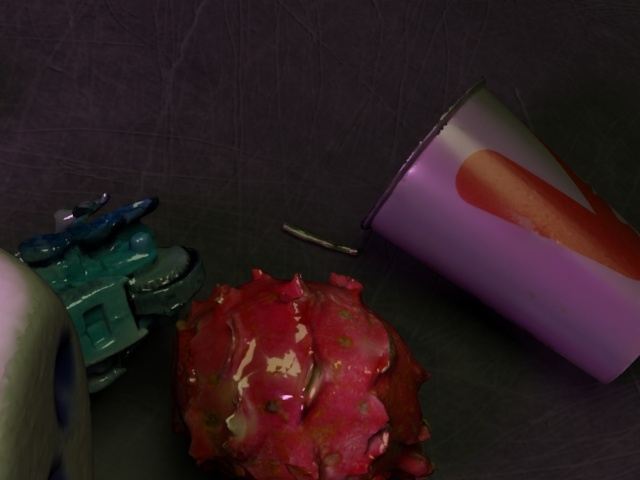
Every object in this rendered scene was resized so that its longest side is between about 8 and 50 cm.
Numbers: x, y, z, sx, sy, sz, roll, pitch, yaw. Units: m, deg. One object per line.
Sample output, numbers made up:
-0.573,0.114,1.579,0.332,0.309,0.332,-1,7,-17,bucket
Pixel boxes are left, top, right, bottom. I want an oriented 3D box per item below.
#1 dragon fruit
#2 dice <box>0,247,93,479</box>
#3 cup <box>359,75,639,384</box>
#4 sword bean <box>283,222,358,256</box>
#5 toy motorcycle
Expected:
-0.005,0.133,1.104,0.268,0.205,0.210,30,89,-19,dragon fruit
-0.329,0.172,0.878,0.304,0.304,0.277,2,31,2,dice
0.211,0.000,1.266,0.288,0.203,0.203,40,56,6,cup
0.000,0.000,1.309,0.083,0.012,0.012,19,54,-1,sword bean
-0.238,0.056,1.125,0.260,0.154,0.206,-29,31,-28,toy motorcycle
